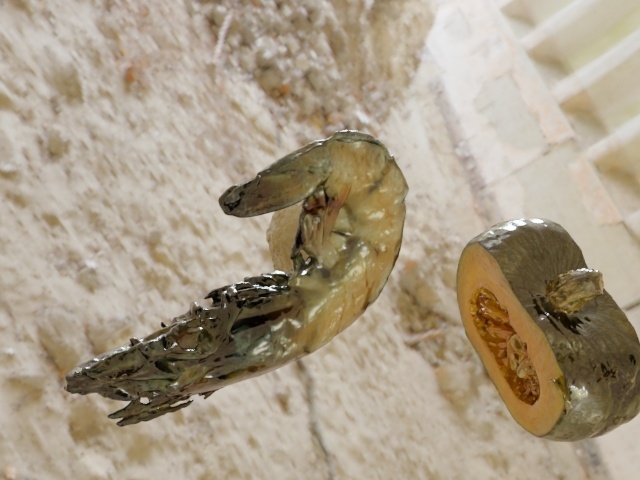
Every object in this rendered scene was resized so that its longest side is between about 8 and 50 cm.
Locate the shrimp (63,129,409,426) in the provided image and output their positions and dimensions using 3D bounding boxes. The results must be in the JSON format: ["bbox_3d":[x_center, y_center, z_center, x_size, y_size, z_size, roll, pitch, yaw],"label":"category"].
[{"bbox_3d":[-0.054,0.022,0.830,0.365,0.233,0.071,-19,40,-39],"label":"shrimp"}]

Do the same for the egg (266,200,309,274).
[{"bbox_3d":[0.000,0.000,1.063,0.116,0.118,0.140,10,43,-24],"label":"egg"}]

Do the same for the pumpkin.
[{"bbox_3d":[0.297,0.101,1.284,0.222,0.139,0.317,103,-28,-51],"label":"pumpkin"}]
